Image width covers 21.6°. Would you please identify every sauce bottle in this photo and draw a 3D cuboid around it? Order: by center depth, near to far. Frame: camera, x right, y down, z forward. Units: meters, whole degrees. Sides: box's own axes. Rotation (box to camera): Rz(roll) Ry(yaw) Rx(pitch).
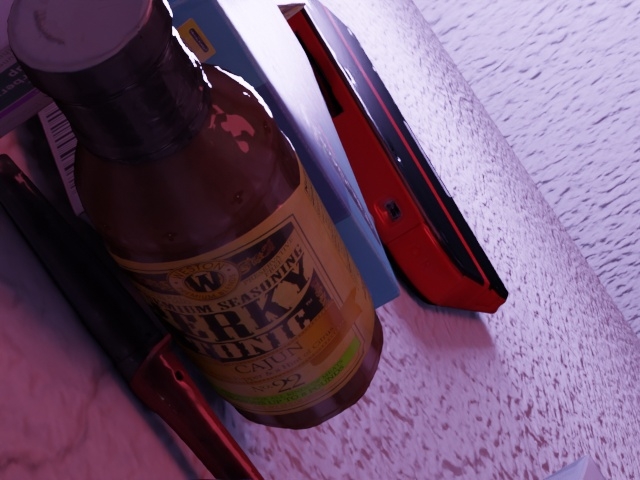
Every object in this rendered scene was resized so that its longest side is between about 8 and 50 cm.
[{"bbox_3d":[-0.059,-0.015,0.861,0.111,0.111,0.344,66,5,35],"label":"sauce bottle"}]

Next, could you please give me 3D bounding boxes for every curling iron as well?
[{"bbox_3d":[-0.086,0.069,0.860,0.274,0.035,0.068,57,13,-1],"label":"curling iron"}]

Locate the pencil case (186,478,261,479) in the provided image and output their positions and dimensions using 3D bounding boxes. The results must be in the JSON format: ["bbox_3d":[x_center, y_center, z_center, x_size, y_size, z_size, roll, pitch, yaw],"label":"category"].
[{"bbox_3d":[-0.047,0.156,0.617,0.306,0.119,0.133,21,49,-69],"label":"pencil case"}]

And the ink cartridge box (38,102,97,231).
[{"bbox_3d":[-0.117,-0.064,1.030,0.206,0.045,0.208,65,9,30],"label":"ink cartridge box"}]

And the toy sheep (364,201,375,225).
[{"bbox_3d":[0.000,0.000,1.248,0.091,0.091,0.132,33,41,-61],"label":"toy sheep"}]

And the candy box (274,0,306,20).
[{"bbox_3d":[-0.147,-0.303,1.401,0.316,0.087,0.183,56,15,-1],"label":"candy box"}]

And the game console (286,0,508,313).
[{"bbox_3d":[0.063,-0.096,1.792,0.387,0.060,0.342,61,10,14],"label":"game console"}]

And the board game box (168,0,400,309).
[{"bbox_3d":[-0.068,-0.126,1.122,0.254,0.079,0.336,56,8,-35],"label":"board game box"}]

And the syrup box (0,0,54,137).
[{"bbox_3d":[-0.208,-0.167,0.841,0.237,0.093,0.096,61,13,15],"label":"syrup box"}]

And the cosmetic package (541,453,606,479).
[{"bbox_3d":[0.262,0.374,1.306,0.377,0.097,0.284,58,16,2],"label":"cosmetic package"}]
